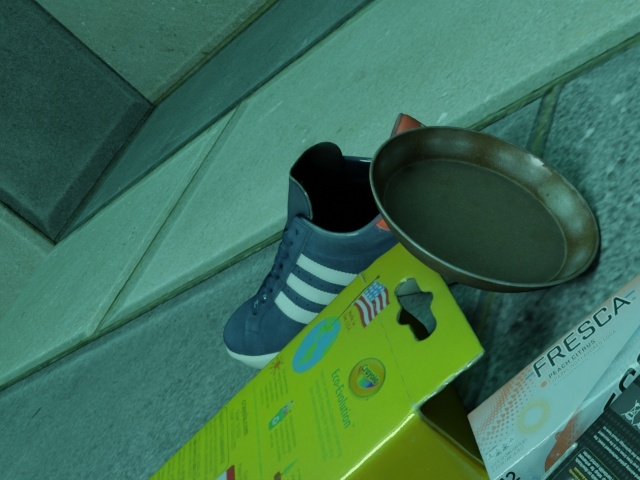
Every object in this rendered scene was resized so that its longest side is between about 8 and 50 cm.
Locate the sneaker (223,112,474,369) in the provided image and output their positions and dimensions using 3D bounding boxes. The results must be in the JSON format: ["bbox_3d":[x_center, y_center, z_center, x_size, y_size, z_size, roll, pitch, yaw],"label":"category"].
[{"bbox_3d":[0.000,0.000,0.815,0.350,0.148,0.131,-33,25,37],"label":"sneaker"}]

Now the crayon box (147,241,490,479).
[{"bbox_3d":[-0.004,0.157,0.632,0.318,0.081,0.202,-45,20,12],"label":"crayon box"}]

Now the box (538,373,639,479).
[{"bbox_3d":[0.130,0.190,0.320,0.216,0.060,0.270,-48,19,3],"label":"box"}]

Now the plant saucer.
[{"bbox_3d":[0.112,-0.020,0.636,0.168,0.168,0.029,-72,1,-49],"label":"plant saucer"}]

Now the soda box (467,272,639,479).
[{"bbox_3d":[0.166,0.070,0.470,0.183,0.058,0.063,-44,20,14],"label":"soda box"}]
